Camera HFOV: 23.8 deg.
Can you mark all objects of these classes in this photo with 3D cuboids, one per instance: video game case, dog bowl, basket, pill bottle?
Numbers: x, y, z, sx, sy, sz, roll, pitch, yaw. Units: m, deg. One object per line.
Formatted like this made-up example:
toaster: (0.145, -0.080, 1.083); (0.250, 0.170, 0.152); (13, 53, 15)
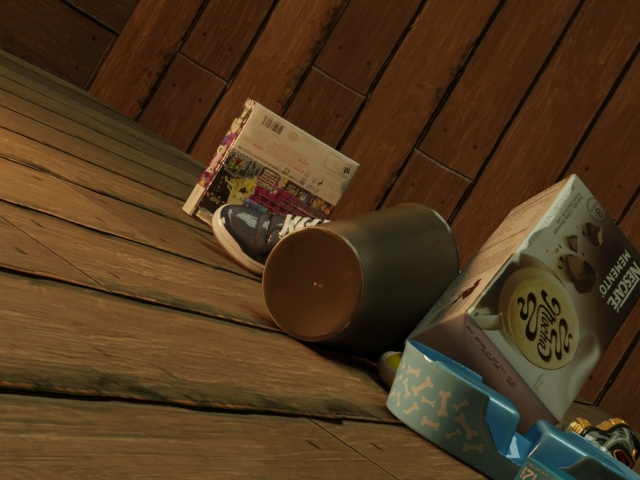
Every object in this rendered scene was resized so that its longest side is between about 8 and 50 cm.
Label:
video game case: (-0.077, -0.087, 2.460); (0.232, 0.210, 0.042); (28, 3, -34)
dog bowl: (0.199, 0.208, 1.557); (0.297, 0.074, 0.166); (30, 3, 2)
basket: (0.042, 0.052, 1.757); (0.154, 0.204, 0.227); (25, 11, 26)
pill bottle: (0.093, 0.152, 1.716); (0.043, 0.043, 0.083); (30, 3, -24)

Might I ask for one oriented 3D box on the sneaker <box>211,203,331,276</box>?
sneaker: (0.000, 0.000, 2.096); (0.282, 0.153, 0.099); (30, 42, -13)

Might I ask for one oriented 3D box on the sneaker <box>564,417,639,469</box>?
sneaker: (0.387, 0.293, 2.048); (0.083, 0.084, 0.215); (36, 14, 31)

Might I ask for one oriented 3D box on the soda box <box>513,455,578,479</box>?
soda box: (0.238, 0.255, 1.191); (0.210, 0.067, 0.071); (33, 3, 37)

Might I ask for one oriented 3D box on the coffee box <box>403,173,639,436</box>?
coffee box: (0.251, 0.079, 1.785); (0.168, 0.297, 0.119); (50, -42, -7)

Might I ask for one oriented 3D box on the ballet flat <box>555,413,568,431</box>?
ballet flat: (0.251, 0.213, 2.113); (0.206, 0.073, 0.067); (28, 17, 9)

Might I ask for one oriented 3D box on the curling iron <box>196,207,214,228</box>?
curling iron: (-0.065, 0.036, 2.198); (0.274, 0.035, 0.068); (32, -1, 1)

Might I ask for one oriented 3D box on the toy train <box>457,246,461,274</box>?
toy train: (0.176, 0.116, 1.959); (0.334, 0.142, 0.190); (34, -35, 4)
